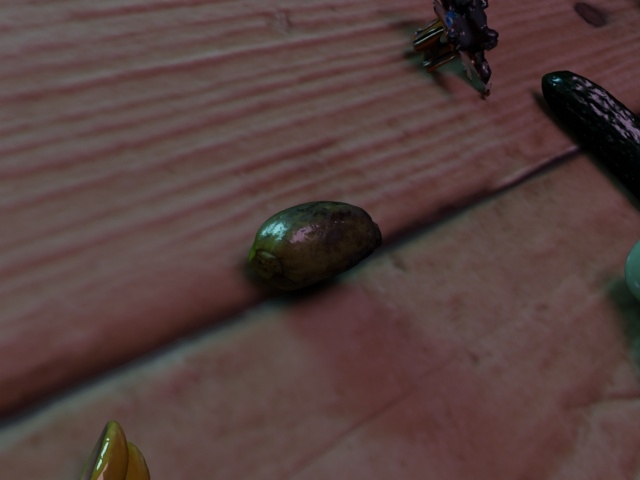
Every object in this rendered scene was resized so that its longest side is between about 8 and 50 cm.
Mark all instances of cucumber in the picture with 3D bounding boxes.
[{"bbox_3d":[0.284,-0.082,0.856,0.058,0.052,0.215,-34,72,-19],"label":"cucumber"}]

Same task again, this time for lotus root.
[{"bbox_3d":[0.000,0.000,0.567,0.099,0.054,0.049,-13,82,-42],"label":"lotus root"}]

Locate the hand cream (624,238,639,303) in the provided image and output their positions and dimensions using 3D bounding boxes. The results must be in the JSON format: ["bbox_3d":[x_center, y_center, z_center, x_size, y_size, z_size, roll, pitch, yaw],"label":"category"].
[{"bbox_3d":[0.312,0.121,0.651,0.147,0.093,0.306,7,50,-29],"label":"hand cream"}]

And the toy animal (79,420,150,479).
[{"bbox_3d":[-0.094,0.142,0.365,0.070,0.083,0.159,-4,38,-5],"label":"toy animal"}]

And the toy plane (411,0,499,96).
[{"bbox_3d":[0.135,-0.207,0.855,0.135,0.062,0.188,61,34,-16],"label":"toy plane"}]
